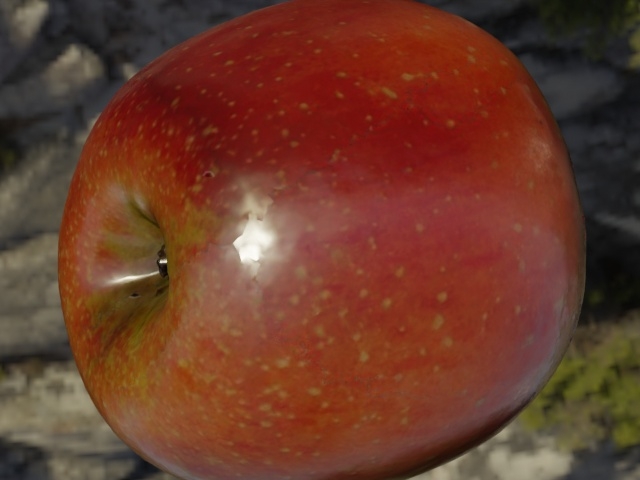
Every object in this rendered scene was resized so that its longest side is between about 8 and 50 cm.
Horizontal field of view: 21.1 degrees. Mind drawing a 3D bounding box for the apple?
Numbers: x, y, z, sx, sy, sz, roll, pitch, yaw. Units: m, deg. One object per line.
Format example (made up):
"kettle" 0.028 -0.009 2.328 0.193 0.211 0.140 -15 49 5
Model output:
"apple" 0.000 0.000 0.619 0.168 0.181 0.181 -1 152 -33
